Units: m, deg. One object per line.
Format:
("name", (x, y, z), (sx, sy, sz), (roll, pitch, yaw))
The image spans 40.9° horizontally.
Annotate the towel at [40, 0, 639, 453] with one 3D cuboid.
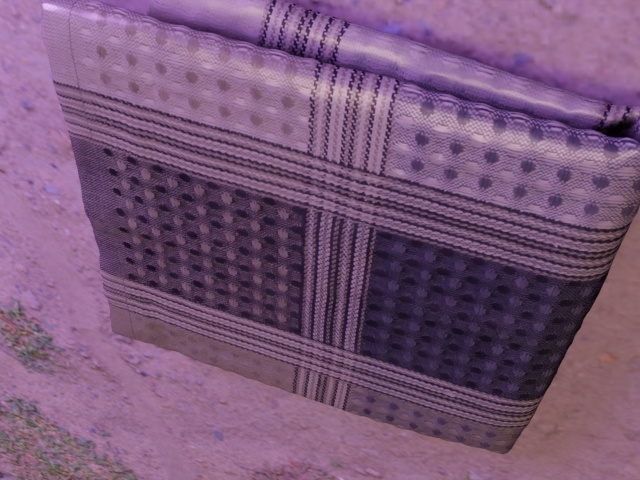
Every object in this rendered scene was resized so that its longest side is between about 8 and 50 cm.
("towel", (0.000, 0.000, 0.528), (0.324, 0.056, 0.312), (16, 141, 9))
